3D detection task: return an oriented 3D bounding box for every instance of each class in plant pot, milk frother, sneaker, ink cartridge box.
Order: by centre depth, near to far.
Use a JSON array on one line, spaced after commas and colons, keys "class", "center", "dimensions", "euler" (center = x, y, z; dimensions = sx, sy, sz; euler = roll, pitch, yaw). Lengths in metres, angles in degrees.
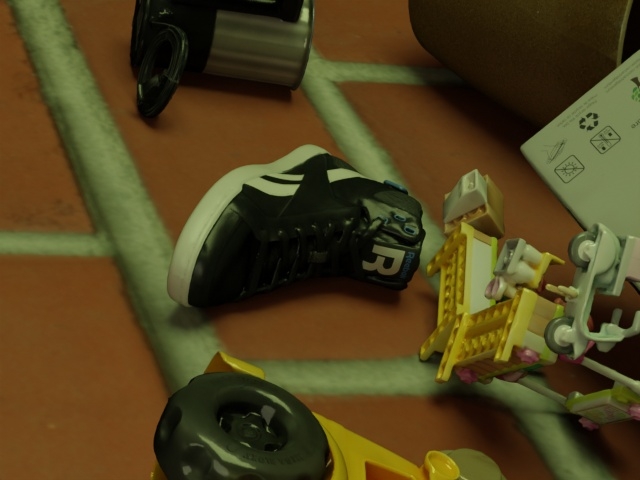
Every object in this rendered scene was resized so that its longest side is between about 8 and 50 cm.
[{"class": "ink cartridge box", "center": [0.269, -0.003, 1.097], "dimensions": [0.065, 0.165, 0.332], "euler": [47, 7, -43]}, {"class": "sneaker", "center": [0.000, 0.000, 1.181], "dimensions": [0.121, 0.079, 0.217], "euler": [23, 28, 18]}, {"class": "milk frother", "center": [-0.075, -0.146, 1.412], "dimensions": [0.135, 0.129, 0.143], "euler": [7, 72, -12]}, {"class": "plant pot", "center": [0.206, -0.188, 1.490], "dimensions": [0.254, 0.237, 0.237], "euler": [20, 26, 40]}]

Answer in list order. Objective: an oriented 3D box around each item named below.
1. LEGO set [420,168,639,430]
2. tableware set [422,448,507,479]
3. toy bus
[{"class": "LEGO set", "center": [0.140, 0.046, 1.145], "dimensions": [0.107, 0.132, 0.287], "euler": [26, 3, -14]}, {"class": "tableware set", "center": [0.070, 0.160, 0.989], "dimensions": [0.169, 0.020, 0.141], "euler": [0, 37, -31]}, {"class": "toy bus", "center": [0.003, 0.183, 0.808], "dimensions": [0.211, 0.149, 0.220], "euler": [21, 30, -7]}]
